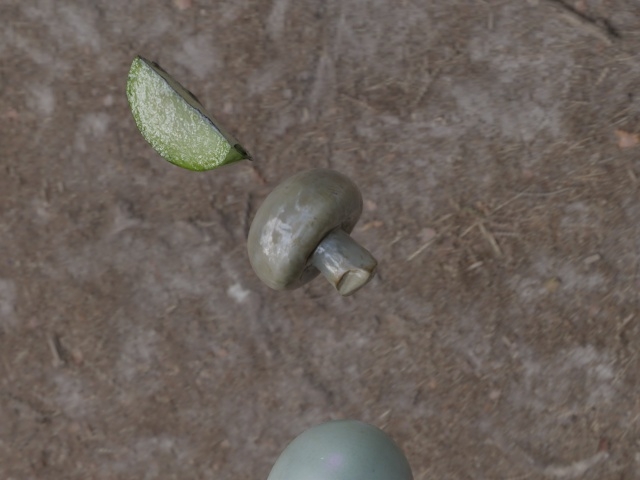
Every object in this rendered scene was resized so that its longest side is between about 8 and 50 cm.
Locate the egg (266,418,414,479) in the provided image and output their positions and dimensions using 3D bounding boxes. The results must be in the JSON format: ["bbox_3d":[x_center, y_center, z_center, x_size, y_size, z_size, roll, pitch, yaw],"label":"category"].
[{"bbox_3d":[0.011,0.279,1.134,0.151,0.151,0.209,22,92,22],"label":"egg"}]

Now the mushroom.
[{"bbox_3d":[0.000,0.000,1.692,0.204,0.204,0.204,5,102,26],"label":"mushroom"}]

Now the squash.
[{"bbox_3d":[-0.178,-0.142,1.509,0.192,0.184,0.085,45,93,9],"label":"squash"}]
